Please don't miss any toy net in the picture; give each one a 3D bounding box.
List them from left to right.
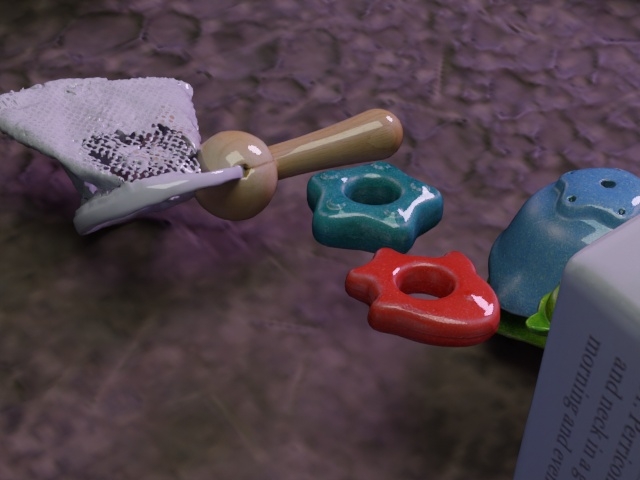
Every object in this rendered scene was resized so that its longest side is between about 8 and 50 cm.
[{"bbox_3d":[0.000,0.000,0.514,0.232,0.045,0.122,11,32,13],"label":"toy net"}]

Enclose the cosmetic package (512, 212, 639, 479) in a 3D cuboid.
[{"bbox_3d":[0.158,0.077,0.389,0.151,0.151,0.184,-28,55,-29],"label":"cosmetic package"}]
